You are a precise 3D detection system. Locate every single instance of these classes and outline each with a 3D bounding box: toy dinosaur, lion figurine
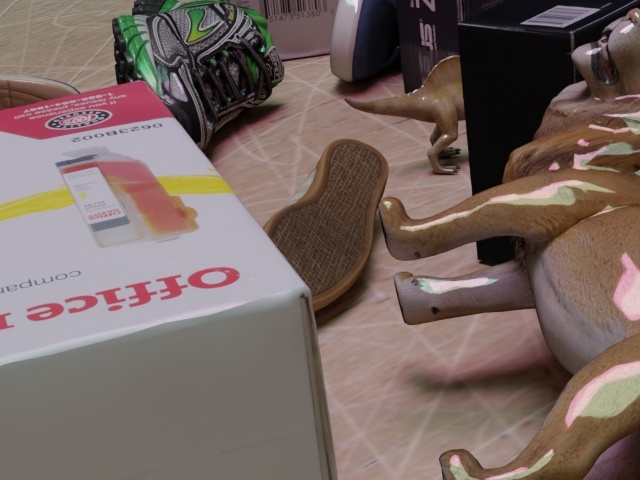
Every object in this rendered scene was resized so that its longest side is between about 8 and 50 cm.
[{"bbox_3d":[0.104,-0.108,1.195,0.183,0.093,0.053,-12,24,-11],"label":"toy dinosaur"},{"bbox_3d":[0.166,0.037,0.777,0.240,0.142,0.392,-12,43,2],"label":"lion figurine"}]

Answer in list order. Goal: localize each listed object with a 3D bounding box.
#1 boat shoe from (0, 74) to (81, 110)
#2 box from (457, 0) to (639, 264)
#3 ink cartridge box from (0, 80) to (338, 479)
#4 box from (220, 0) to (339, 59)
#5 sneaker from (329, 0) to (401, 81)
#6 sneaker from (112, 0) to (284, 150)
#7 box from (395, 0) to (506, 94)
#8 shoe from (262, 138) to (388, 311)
[{"bbox_3d":[-0.348,-0.111,1.322,0.285,0.103,0.092,-10,29,8],"label":"boat shoe"},{"bbox_3d":[0.222,-0.106,1.051,0.103,0.184,0.261,12,30,42],"label":"box"},{"bbox_3d":[-0.178,0.054,0.838,0.279,0.160,0.385,-14,25,-14],"label":"ink cartridge box"},{"bbox_3d":[-0.048,-0.310,1.645,0.148,0.121,0.311,-10,25,-5],"label":"box"},{"bbox_3d":[0.135,-0.257,1.487,0.148,0.131,0.350,22,42,18],"label":"sneaker"},{"bbox_3d":[-0.111,-0.165,1.331,0.146,0.134,0.343,-5,24,3],"label":"sneaker"},{"bbox_3d":[0.235,-0.338,1.391,0.395,0.318,0.097,-27,30,-34],"label":"box"},{"bbox_3d":[0.000,0.000,1.047,0.076,0.058,0.219,28,35,2],"label":"shoe"}]
